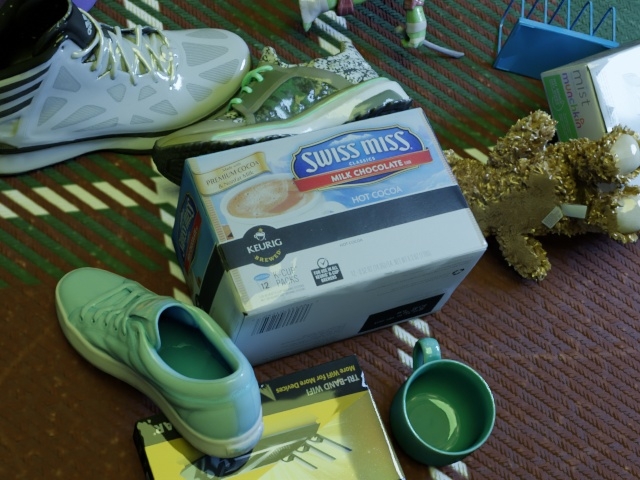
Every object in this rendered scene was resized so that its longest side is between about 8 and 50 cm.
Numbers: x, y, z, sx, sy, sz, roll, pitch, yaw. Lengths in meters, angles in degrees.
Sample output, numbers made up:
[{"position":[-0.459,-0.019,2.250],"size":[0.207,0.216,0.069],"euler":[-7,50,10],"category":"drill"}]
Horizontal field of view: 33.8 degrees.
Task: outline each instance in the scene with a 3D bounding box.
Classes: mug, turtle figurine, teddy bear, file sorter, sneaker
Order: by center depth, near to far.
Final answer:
[{"position":[-0.202,0.108,1.317],"size":[0.366,0.150,0.135],"euler":[31,47,28],"category":"sneaker"},{"position":[0.163,0.226,1.425],"size":[0.129,0.097,0.158],"euler":[24,61,-1],"category":"mug"},{"position":[-0.282,-0.241,1.456],"size":[0.447,0.257,0.169],"euler":[-21,71,-22],"category":"sneaker"},{"position":[0.318,-0.069,1.545],"size":[0.245,0.338,0.113],"euler":[58,24,-17],"category":"teddy bear"},{"position":[-0.074,-0.193,1.554],"size":[0.410,0.158,0.182],"euler":[-18,66,-29],"category":"sneaker"},{"position":[0.104,-0.393,1.711],"size":[0.266,0.274,0.198],"euler":[-5,88,6],"category":"turtle figurine"},{"position":[0.388,-0.339,1.743],"size":[0.170,0.118,0.104],"euler":[13,59,-7],"category":"file sorter"}]

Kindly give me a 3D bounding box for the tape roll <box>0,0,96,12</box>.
[{"position":[-0.429,-0.427,1.613],"size":[0.189,0.080,0.189],"euler":[5,64,-10],"category":"tape roll"}]

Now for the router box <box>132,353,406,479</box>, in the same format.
[{"position":[-0.057,0.306,1.343],"size":[0.308,0.081,0.243],"euler":[-15,69,-19],"category":"router box"}]

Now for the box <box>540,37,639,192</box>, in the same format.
[{"position":[0.495,-0.171,1.621],"size":[0.231,0.127,0.262],"euler":[-22,100,-20],"category":"box"}]

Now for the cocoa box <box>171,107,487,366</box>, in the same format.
[{"position":[0.000,0.000,1.419],"size":[0.347,0.231,0.228],"euler":[-14,68,-20],"category":"cocoa box"}]
